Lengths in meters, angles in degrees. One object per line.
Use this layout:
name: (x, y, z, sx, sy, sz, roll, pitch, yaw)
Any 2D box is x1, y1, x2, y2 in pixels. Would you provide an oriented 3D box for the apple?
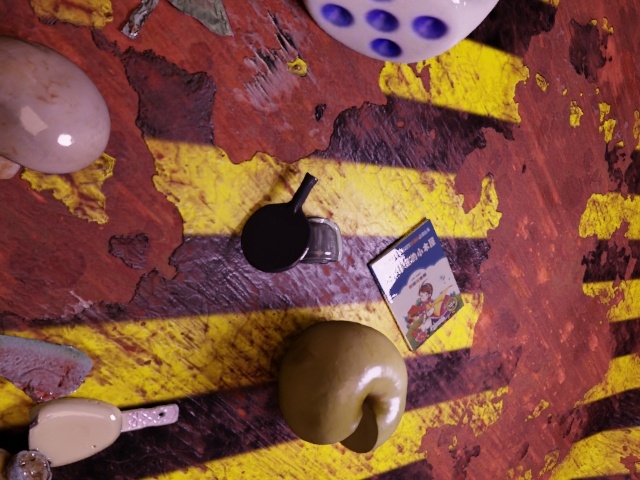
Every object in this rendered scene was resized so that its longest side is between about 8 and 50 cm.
apple: (0.045, 0.318, 0.898, 0.292, 0.254, 0.291, -7, 104, -30)

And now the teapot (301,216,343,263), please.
teapot: (0.002, -0.001, 0.900, 0.149, 0.111, 0.108, 4, 84, -24)

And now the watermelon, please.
watermelon: (-0.497, 0.216, 0.685, 0.180, 0.094, 0.081, 27, 89, -15)

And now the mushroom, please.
mushroom: (-0.423, -0.181, 0.604, 0.207, 0.206, 0.209, 2, 140, -29)

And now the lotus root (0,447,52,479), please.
lotus root: (-0.613, 0.455, 0.611, 0.350, 0.175, 0.174, -38, 115, -15)

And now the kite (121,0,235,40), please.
kite: (-0.285, -0.478, 0.705, 0.323, 0.013, 0.267, 20, 88, -28)

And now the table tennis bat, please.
table tennis bat: (-0.073, -0.041, 0.850, 0.150, 0.027, 0.236, 26, 77, 14)

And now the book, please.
book: (0.279, 0.130, 1.125, 0.228, 0.018, 0.322, -37, 115, -18)

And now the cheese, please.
cheese: (-0.408, 0.356, 0.775, 0.256, 0.050, 0.127, 5, 97, -29)

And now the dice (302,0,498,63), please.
dice: (0.154, -0.539, 0.763, 0.305, 0.304, 0.276, 16, 92, -30)
